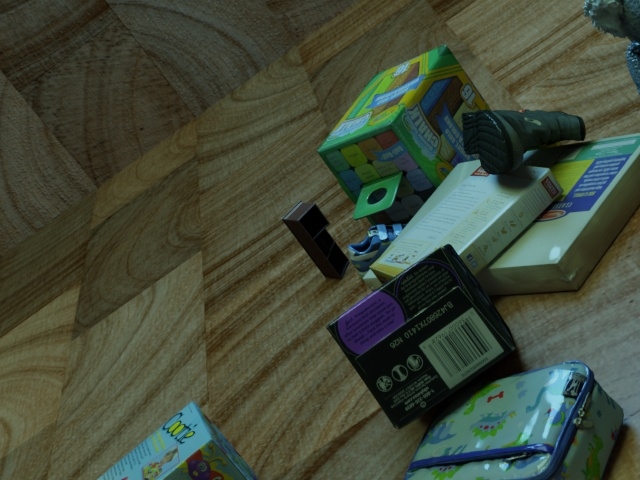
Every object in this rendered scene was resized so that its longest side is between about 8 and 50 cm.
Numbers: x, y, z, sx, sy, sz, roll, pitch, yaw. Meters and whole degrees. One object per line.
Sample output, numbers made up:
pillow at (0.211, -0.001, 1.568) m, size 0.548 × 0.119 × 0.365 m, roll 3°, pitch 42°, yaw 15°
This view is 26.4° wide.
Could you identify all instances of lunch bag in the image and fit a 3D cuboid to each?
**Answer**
lunch bag at (0.200, 0.222, 1.432) m, size 0.219 × 0.090 × 0.176 m, roll -17°, pitch 31°, yaw 47°

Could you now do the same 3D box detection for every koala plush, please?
koala plush at (0.478, -0.291, 1.889) m, size 0.196 × 0.221 × 0.203 m, roll -36°, pitch 20°, yaw 6°

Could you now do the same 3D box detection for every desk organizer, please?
desk organizer at (0.000, 0.000, 2.189) m, size 0.047 × 0.130 × 0.050 m, roll -45°, pitch 24°, yaw -20°

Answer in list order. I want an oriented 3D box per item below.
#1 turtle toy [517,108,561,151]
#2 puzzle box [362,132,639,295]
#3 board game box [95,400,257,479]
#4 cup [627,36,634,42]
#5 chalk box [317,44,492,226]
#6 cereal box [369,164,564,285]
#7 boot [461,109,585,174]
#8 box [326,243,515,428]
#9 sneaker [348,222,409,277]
turtle toy at (0.316, -0.163, 2.076) m, size 0.095 × 0.066 × 0.130 m, roll -10°, pitch -10°, yaw 21°
puzzle box at (0.267, -0.027, 1.914) m, size 0.272 × 0.052 × 0.409 m, roll -48°, pitch 23°, yaw -28°
board game box at (-0.216, 0.363, 1.739) m, size 0.275 × 0.142 × 0.144 m, roll -39°, pitch 20°, yaw -3°
cup at (0.523, -0.482, 2.064) m, size 0.331 × 0.237 × 0.331 m, roll -34°, pitch 39°, yaw 33°
chalk box at (0.133, -0.148, 2.217) m, size 0.180 × 0.179 × 0.289 m, roll -18°, pitch 28°, yaw 44°
cereal box at (0.197, -0.014, 1.857) m, size 0.240 × 0.047 × 0.173 m, roll -41°, pitch 20°, yaw -12°
boot at (0.293, -0.151, 1.884) m, size 0.161 × 0.083 × 0.246 m, roll -6°, pitch 12°, yaw -3°
box at (0.123, 0.106, 1.606) m, size 0.165 × 0.143 × 0.270 m, roll -35°, pitch -3°, yaw 6°
sneaker at (0.107, 0.000, 2.113) m, size 0.144 × 0.059 × 0.053 m, roll -34°, pitch 18°, yaw 8°
